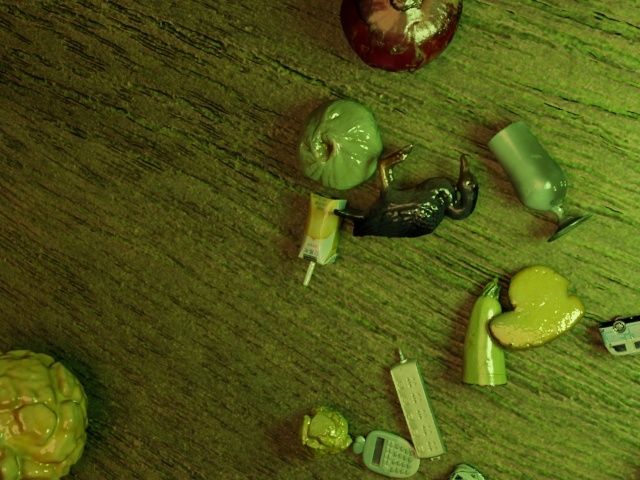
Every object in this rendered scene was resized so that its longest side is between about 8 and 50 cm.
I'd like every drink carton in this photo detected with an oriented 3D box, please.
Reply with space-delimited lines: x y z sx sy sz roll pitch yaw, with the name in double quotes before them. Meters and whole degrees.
"drink carton" 0.000 0.000 1.827 0.084 0.074 0.200 16 102 22

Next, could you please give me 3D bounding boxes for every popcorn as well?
"popcorn" 0.006 0.423 1.849 0.121 0.116 0.106 -53 43 46
"popcorn" -0.752 0.447 2.072 0.354 0.344 0.390 -25 54 -16

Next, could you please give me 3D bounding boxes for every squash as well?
"squash" 0.342 0.185 1.696 0.094 0.094 0.224 4 88 23

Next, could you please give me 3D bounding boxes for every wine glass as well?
"wine glass" 0.420 -0.118 1.619 0.103 0.103 0.231 -36 76 22

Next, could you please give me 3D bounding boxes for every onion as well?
"onion" 0.161 -0.457 1.658 0.246 0.190 0.246 0 88 7

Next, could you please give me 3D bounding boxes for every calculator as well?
"calculator" 0.144 0.466 1.830 0.153 0.021 0.095 14 100 22

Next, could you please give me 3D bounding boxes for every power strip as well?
"power strip" 0.206 0.352 1.790 0.060 0.027 0.253 -19 87 24

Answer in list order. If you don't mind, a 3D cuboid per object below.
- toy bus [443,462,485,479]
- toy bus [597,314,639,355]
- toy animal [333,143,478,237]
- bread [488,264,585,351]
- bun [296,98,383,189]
"toy bus" 0.263 0.558 1.749 0.087 0.089 0.194 42 108 15
"toy bus" 0.597 0.179 1.587 0.123 0.060 0.075 -15 92 22
"toy animal" 0.172 -0.088 1.714 0.298 0.122 0.185 -28 94 17
"bread" 0.416 0.136 1.657 0.187 0.065 0.149 -30 76 6
"bun" 0.035 -0.205 1.774 0.195 0.118 0.195 0 91 25
